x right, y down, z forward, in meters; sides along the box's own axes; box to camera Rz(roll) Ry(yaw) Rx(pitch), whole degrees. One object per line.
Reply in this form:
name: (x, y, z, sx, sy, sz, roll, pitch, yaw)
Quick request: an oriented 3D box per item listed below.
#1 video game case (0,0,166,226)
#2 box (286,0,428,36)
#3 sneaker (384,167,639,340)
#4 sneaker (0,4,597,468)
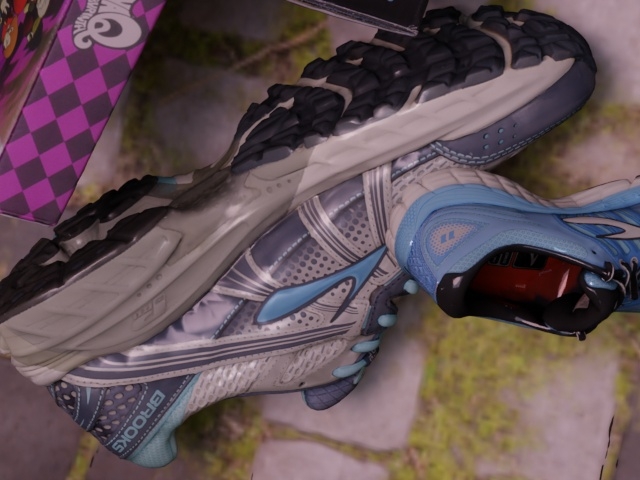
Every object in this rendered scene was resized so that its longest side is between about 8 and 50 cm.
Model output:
video game case: (-0.093, -0.158, 0.677, 0.232, 0.042, 0.210, -59, 31, 31)
box: (0.013, -0.241, 0.662, 0.169, 0.087, 0.290, 32, 106, 61)
sneaker: (0.109, 0.016, 0.658, 0.162, 0.073, 0.063, 1, 122, -13)
sneaker: (0.000, 0.000, 0.726, 0.283, 0.110, 0.122, -29, 112, 10)
